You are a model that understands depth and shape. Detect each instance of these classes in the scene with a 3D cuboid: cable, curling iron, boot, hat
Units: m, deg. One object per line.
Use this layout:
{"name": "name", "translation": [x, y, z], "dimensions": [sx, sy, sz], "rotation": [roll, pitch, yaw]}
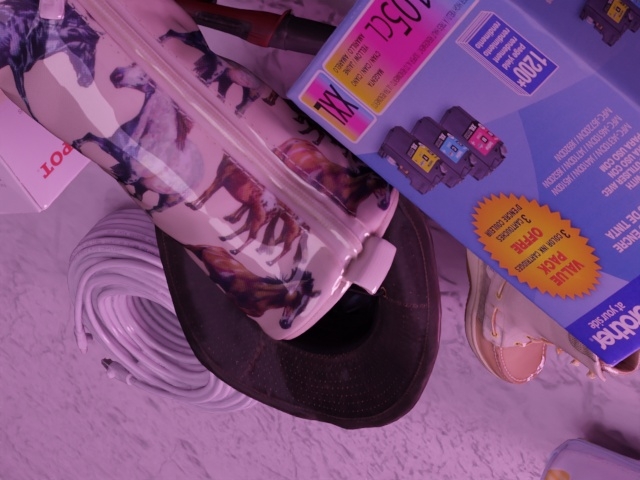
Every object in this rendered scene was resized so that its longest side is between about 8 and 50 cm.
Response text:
{"name": "cable", "translation": [-0.154, 0.079, 1.970], "dimensions": [0.257, 0.089, 0.257], "rotation": [25, 146, 20]}
{"name": "curling iron", "translation": [-0.034, -0.185, 1.531], "dimensions": [0.274, 0.068, 0.035], "rotation": [18, 143, 22]}
{"name": "boot", "translation": [0.203, 0.075, 1.565], "dimensions": [0.165, 0.077, 0.213], "rotation": [36, 150, 37]}
{"name": "hat", "translation": [0.000, 0.000, 1.659], "dimensions": [0.331, 0.134, 0.331], "rotation": [17, 125, 26]}

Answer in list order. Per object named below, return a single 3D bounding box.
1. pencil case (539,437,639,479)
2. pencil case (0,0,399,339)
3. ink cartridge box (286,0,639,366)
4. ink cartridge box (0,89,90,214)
{"name": "pencil case", "translation": [0.329, 0.265, 1.684], "dimensions": [0.273, 0.113, 0.124], "rotation": [12, 130, 37]}
{"name": "pencil case", "translation": [-0.118, -0.102, 1.439], "dimensions": [0.410, 0.160, 0.183], "rotation": [42, 173, -9]}
{"name": "ink cartridge box", "translation": [0.203, -0.079, 1.330], "dimensions": [0.395, 0.151, 0.270], "rotation": [38, 149, -2]}
{"name": "ink cartridge box", "translation": [-0.324, -0.183, 1.692], "dimensions": [0.197, 0.198, 0.270], "rotation": [-3, 130, 47]}
